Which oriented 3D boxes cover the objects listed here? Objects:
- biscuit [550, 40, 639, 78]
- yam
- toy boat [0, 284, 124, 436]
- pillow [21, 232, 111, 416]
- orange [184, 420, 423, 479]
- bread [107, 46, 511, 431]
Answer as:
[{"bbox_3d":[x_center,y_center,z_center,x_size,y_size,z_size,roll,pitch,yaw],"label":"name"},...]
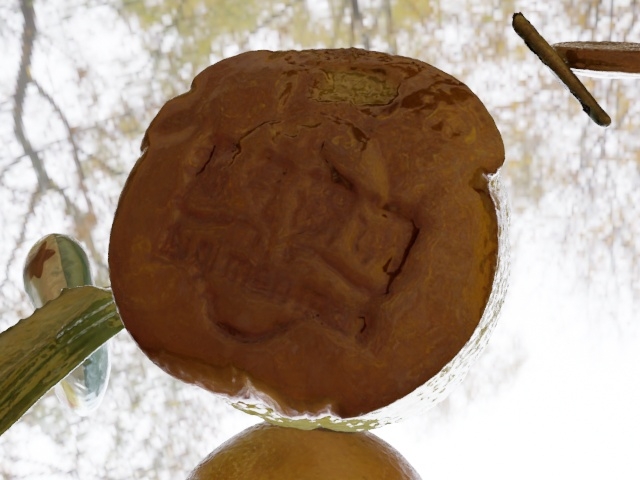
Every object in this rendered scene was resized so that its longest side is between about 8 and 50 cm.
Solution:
[{"bbox_3d":[0.257,-0.134,1.026,0.175,0.026,0.124,-1,-167,-13],"label":"biscuit"},{"bbox_3d":[0.174,-0.123,0.988,0.014,0.014,0.107,-36,-97,-27],"label":"yam"},{"bbox_3d":[-0.262,0.113,1.212,0.093,0.055,0.293,8,-141,44],"label":"toy boat"},{"bbox_3d":[-0.315,0.106,1.704,0.086,0.214,0.233,-14,-113,-17],"label":"pillow"},{"bbox_3d":[-0.015,0.289,1.215,0.274,0.274,0.274,-4,-137,4],"label":"orange"},{"bbox_3d":[0.000,0.000,0.901,0.270,0.148,0.269,-5,-111,14],"label":"bread"}]
